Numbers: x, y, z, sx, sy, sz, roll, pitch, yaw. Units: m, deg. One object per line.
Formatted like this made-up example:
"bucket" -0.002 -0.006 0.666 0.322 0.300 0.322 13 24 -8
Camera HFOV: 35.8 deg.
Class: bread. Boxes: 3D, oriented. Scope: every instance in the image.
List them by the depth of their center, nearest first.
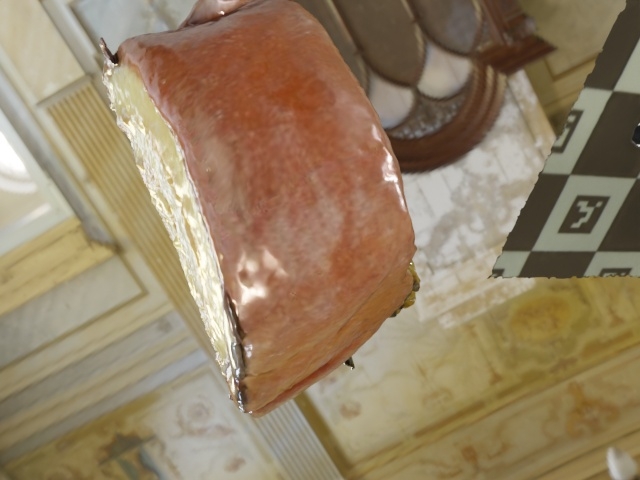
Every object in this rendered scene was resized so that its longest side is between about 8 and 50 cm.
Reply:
"bread" -0.039 -0.035 0.589 0.123 0.244 0.190 -22 165 -15

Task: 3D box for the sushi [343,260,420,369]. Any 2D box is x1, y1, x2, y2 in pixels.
"sushi" 0.002 0.002 1.012 0.213 0.200 0.204 42 -88 28

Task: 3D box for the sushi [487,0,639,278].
"sushi" 0.308 -0.127 0.702 0.359 0.343 0.064 0 -144 -30
